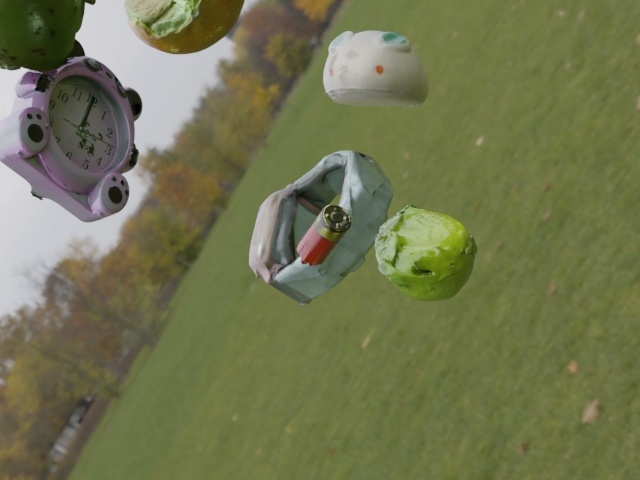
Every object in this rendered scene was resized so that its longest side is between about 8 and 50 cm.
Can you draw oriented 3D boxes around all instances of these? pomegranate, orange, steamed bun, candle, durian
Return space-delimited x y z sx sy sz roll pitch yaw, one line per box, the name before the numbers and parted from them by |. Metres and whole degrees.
pomegranate | -0.435 -0.369 1.610 0.236 0.236 0.302 -53 -3 41
orange | -0.236 -0.435 2.034 0.237 0.158 0.179 -34 31 9
steamed bun | 0.096 -0.299 1.908 0.228 0.177 0.130 -5 -82 -65
candle | 0.000 0.000 1.696 0.130 0.052 0.052 -55 6 47
durian | 0.140 0.021 1.492 0.250 0.139 0.101 -74 -4 -67

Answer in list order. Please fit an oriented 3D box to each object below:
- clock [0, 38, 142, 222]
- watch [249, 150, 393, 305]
clock | -0.378 -0.175 1.694 0.090 0.227 0.247 -16 48 36
watch | 0.017 -0.032 1.927 0.241 0.162 0.253 -23 45 41
